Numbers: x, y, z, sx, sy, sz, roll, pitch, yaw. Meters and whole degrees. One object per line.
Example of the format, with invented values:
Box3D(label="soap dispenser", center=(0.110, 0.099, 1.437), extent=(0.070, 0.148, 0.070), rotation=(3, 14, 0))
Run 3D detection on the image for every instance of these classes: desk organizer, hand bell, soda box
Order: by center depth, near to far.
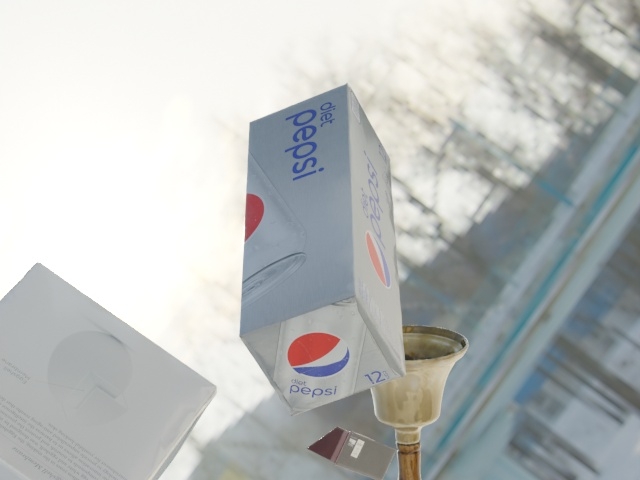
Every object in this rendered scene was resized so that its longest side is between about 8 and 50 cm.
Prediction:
Box3D(label="soda box", center=(0.000, 0.000, 1.381), extent=(0.098, 0.091, 0.286), rotation=(-20, 35, 15))
Box3D(label="hand bell", center=(0.090, 0.220, 1.824), extent=(0.126, 0.126, 0.242), rotation=(-30, -58, -62))
Box3D(label="desk organizer", center=(0.040, 0.269, 2.263), extent=(0.130, 0.050, 0.047), rotation=(30, -96, -56))

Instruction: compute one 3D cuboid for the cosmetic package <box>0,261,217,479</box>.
Box3D(label="cosmetic package", center=(-0.261, 0.182, 1.697), extent=(0.225, 0.224, 0.138), rotation=(-52, -4, -49))
